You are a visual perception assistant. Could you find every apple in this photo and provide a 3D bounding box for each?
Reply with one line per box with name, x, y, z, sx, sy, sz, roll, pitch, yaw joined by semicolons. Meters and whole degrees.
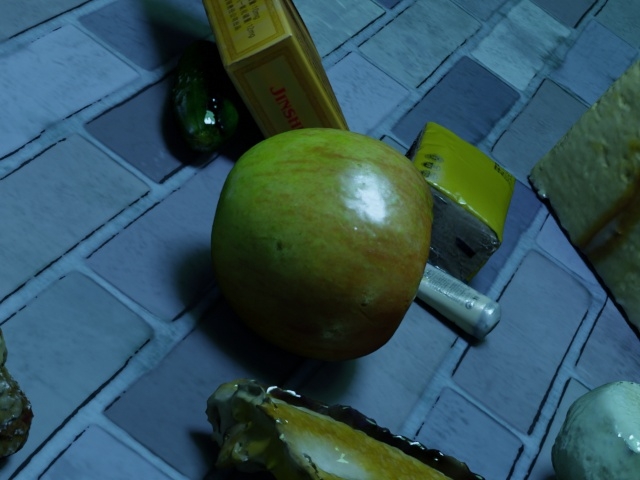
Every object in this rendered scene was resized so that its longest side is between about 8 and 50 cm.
apple;0.000;0.000;1.520;0.196;0.196;0.196;28;26;-15

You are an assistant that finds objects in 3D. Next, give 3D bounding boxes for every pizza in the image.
pizza;0.145;0.269;1.321;0.392;0.080;0.435;17;25;-41

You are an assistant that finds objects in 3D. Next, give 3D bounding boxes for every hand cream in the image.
hand cream;0.106;0.045;1.754;0.143;0.039;0.061;32;30;16

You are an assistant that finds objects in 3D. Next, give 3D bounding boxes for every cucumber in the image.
cucumber;-0.110;-0.145;1.788;0.069;0.069;0.227;27;22;-16

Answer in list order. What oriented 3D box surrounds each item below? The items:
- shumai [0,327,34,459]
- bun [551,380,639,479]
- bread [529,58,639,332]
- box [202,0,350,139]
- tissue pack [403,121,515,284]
shumai;-0.238;0.081;1.206;0.139;0.105;0.123;62;23;-2
bun;0.278;0.213;1.564;0.195;0.118;0.195;34;22;-16
bread;0.433;-0.061;2.007;0.242;0.405;0.346;2;51;-33
box;-0.052;-0.196;1.837;0.174;0.076;0.274;61;6;-38
tissue pack;0.130;-0.041;1.872;0.120;0.082;0.169;34;25;-4
